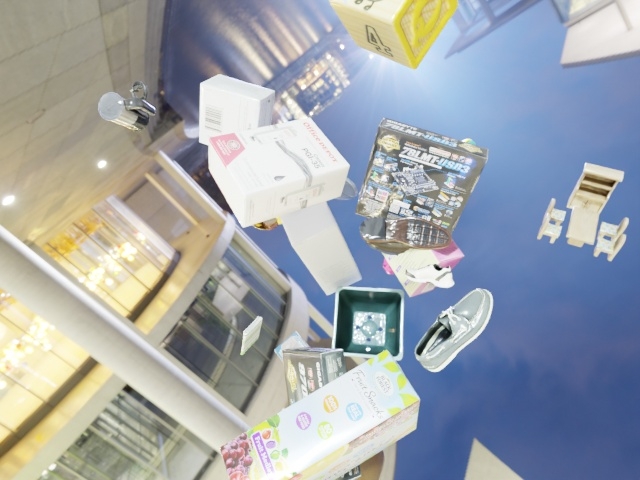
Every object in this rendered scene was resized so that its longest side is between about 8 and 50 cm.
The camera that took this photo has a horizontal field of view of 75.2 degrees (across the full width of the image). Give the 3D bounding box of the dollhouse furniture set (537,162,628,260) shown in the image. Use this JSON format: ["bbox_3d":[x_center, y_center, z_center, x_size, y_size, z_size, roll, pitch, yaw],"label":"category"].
[{"bbox_3d":[0.832,-0.097,1.290,0.212,0.161,0.242,21,-126,22],"label":"dollhouse furniture set"}]

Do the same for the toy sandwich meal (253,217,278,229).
[{"bbox_3d":[-0.163,-0.061,1.185,0.085,0.086,0.029,-64,178,-47],"label":"toy sandwich meal"}]

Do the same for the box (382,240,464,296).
[{"bbox_3d":[0.339,0.032,1.455,0.117,0.243,0.213,-12,147,-29],"label":"box"}]

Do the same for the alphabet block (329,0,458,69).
[{"bbox_3d":[0.174,-0.558,0.976,0.197,0.193,0.192,37,-81,30],"label":"alphabet block"}]

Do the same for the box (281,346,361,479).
[{"bbox_3d":[-0.005,0.317,0.789,0.051,0.220,0.175,-3,171,-29],"label":"box"}]

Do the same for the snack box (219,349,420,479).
[{"bbox_3d":[0.012,0.233,0.493,0.207,0.174,0.070,-27,-124,-8],"label":"snack box"}]

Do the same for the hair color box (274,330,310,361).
[{"bbox_3d":[-0.011,0.491,1.485,0.105,0.347,0.174,-41,-138,-10],"label":"hair color box"}]

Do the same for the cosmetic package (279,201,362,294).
[{"bbox_3d":[0.000,0.000,1.503,0.162,0.453,0.230,-26,-122,2],"label":"cosmetic package"}]

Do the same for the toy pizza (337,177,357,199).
[{"bbox_3d":[0.035,-0.204,1.432,0.201,0.201,0.032,-7,-124,59],"label":"toy pizza"}]

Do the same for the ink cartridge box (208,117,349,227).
[{"bbox_3d":[-0.103,-0.178,1.025,0.283,0.207,0.117,-21,150,-26],"label":"ink cartridge box"}]

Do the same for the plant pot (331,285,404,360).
[{"bbox_3d":[0.184,0.326,1.592,0.252,0.247,0.247,69,24,-71],"label":"plant pot"}]

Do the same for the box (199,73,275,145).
[{"bbox_3d":[-0.245,-0.361,1.213,0.119,0.182,0.181,-64,170,-53],"label":"box"}]

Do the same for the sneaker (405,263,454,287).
[{"bbox_3d":[0.222,0.065,0.848,0.109,0.043,0.040,6,-160,44],"label":"sneaker"}]

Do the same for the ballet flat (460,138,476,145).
[{"bbox_3d":[0.435,-0.264,1.427,0.231,0.077,0.077,-44,-148,-11],"label":"ballet flat"}]

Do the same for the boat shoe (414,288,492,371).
[{"bbox_3d":[0.422,0.274,1.324,0.319,0.099,0.116,-51,-151,3],"label":"boat shoe"}]

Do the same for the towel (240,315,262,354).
[{"bbox_3d":[-0.288,0.390,1.710,0.113,0.023,0.152,-42,157,-45],"label":"towel"}]

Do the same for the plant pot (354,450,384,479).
[{"bbox_3d":[0.058,0.608,1.093,0.237,0.237,0.254,-31,162,29],"label":"plant pot"}]

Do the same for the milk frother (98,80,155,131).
[{"bbox_3d":[-0.601,-0.432,1.287,0.129,0.143,0.135,-29,175,8],"label":"milk frother"}]

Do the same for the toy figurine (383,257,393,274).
[{"bbox_3d":[0.349,0.095,1.763,0.159,0.173,0.130,-16,-110,26],"label":"toy figurine"}]

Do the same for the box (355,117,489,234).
[{"bbox_3d":[0.272,-0.163,1.177,0.073,0.296,0.293,-61,167,-50],"label":"box"}]

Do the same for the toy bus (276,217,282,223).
[{"bbox_3d":[-0.105,-0.173,1.854,0.212,0.149,0.220,-5,-156,7],"label":"toy bus"}]

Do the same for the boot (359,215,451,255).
[{"bbox_3d":[0.209,-0.008,1.042,0.106,0.219,0.082,68,32,-71],"label":"boot"}]
